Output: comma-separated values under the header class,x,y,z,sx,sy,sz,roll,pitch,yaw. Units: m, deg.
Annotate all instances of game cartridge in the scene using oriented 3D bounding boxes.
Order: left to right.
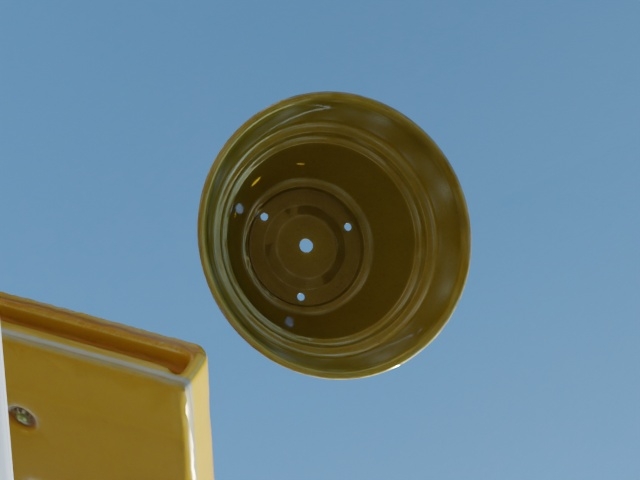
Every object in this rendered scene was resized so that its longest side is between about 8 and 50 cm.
class,x,y,z,sx,sy,sz,roll,pitch,yaw
game cartridge,-0.215,0.180,1.117,0.285,0.053,0.324,14,-48,16

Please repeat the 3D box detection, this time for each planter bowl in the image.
class,x,y,z,sx,sy,sz,roll,pitch,yaw
planter bowl,0.000,0.000,1.091,0.217,0.090,0.217,2,-98,-19

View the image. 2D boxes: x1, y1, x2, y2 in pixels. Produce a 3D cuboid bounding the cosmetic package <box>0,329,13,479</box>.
class,x,y,z,sx,sy,sz,roll,pitch,yaw
cosmetic package,-0.233,0.017,0.480,0.284,0.097,0.377,0,-84,42
